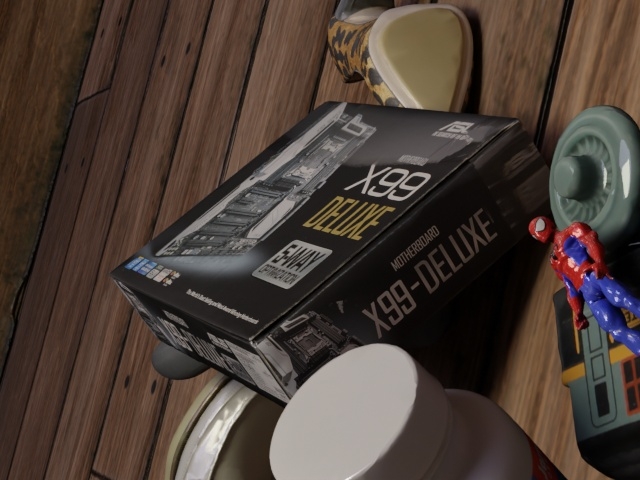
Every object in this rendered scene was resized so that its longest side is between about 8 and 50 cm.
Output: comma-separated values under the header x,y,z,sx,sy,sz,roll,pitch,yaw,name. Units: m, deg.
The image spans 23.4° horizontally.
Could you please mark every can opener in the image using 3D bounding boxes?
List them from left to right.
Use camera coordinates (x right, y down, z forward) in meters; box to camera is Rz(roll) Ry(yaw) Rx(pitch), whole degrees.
x,y,z,sx,sy,sz,roll,pitch,yaw,name
-0.026,0.077,1.233,0.283,0.076,0.095,-10,31,47,can opener

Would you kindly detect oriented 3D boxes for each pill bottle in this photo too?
x,y,z,sx,sy,sz,roll,pitch,yaw,name
0.076,0.156,0.808,0.124,0.221,0.124,-29,33,21,pill bottle

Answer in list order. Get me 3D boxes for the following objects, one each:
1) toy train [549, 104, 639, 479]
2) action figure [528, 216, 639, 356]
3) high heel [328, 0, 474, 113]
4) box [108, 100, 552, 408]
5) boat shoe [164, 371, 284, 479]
x,y,z,sx,sy,sz,roll,pitch,yaw,name
0.228,-0.001,0.716,0.334,0.142,0.190,-35,55,56,toy train
0.133,0.025,0.732,0.115,0.030,0.038,55,144,43,action figure
0.066,-0.132,1.328,0.186,0.093,0.261,100,161,-52,high heel
0.000,0.000,1.149,0.242,0.076,0.307,-40,21,-15,box
-0.088,0.250,1.376,0.103,0.113,0.302,36,107,46,boat shoe
